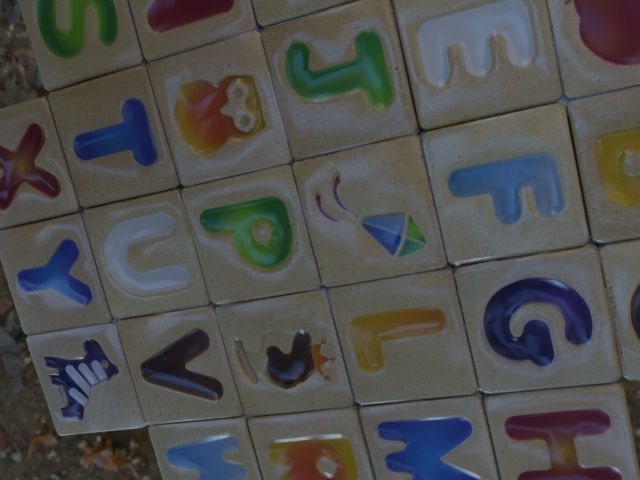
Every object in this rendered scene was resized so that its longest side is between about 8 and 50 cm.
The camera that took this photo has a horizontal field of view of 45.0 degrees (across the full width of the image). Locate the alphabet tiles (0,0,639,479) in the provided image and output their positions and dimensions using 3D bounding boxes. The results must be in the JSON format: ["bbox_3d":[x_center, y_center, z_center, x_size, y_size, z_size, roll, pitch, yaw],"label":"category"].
[{"bbox_3d":[-0.004,-0.007,0.337,0.342,0.011,0.285,-10,99,21],"label":"alphabet tiles"}]
